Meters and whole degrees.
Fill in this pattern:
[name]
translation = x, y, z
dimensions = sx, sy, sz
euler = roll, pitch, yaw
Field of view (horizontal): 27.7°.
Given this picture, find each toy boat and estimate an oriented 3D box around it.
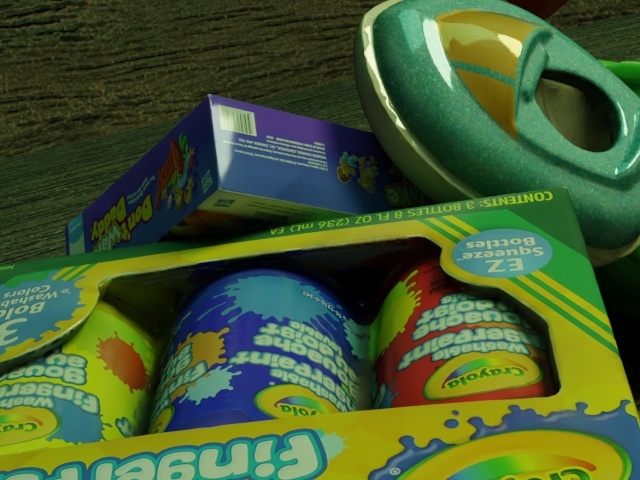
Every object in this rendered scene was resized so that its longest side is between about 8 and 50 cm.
[toy boat]
translation = 0.168, -0.148, 1.002
dimensions = 0.148, 0.267, 0.318
euler = -48, 16, 52

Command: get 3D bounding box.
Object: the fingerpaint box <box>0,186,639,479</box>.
[fingerpaint box]
translation = -0.037, 0.139, 0.799
dimensions = 0.444, 0.163, 0.371
euler = -8, 28, 7

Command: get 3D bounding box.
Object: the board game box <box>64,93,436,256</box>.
[board game box]
translation = 0.000, 0.000, 1.069
dimensions = 0.347, 0.078, 0.233
euler = 9, -28, -35

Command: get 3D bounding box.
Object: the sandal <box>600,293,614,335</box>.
[sandal]
translation = 0.206, 0.116, 1.043
dimensions = 0.090, 0.060, 0.219
euler = -14, 31, 6

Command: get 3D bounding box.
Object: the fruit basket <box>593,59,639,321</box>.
[fruit basket]
translation = 0.363, -0.050, 1.201
dimensions = 0.392, 0.283, 0.392
euler = 17, -1, 0
